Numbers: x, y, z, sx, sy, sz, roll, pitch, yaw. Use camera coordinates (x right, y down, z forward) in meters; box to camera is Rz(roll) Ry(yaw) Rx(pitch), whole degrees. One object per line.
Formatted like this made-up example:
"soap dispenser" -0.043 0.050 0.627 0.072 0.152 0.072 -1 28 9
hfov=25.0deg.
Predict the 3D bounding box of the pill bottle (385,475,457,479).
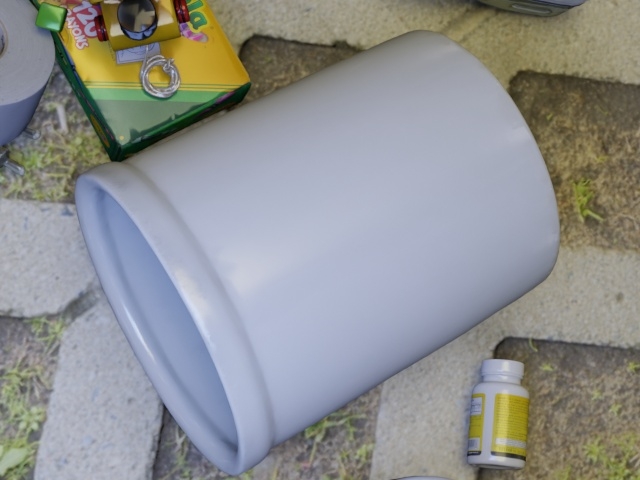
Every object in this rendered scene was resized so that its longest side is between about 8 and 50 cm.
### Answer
"pill bottle" 0.083 0.332 1.382 0.210 0.363 0.210 3 78 -12

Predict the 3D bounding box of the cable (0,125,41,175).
"cable" -0.443 -0.144 1.532 0.287 0.072 0.139 38 86 9

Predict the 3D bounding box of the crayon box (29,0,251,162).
"crayon box" -0.216 -0.244 1.578 0.165 0.081 0.278 -29 86 -17

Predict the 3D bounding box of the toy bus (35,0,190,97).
"toy bus" -0.194 -0.269 1.459 0.202 0.104 0.191 31 95 -6

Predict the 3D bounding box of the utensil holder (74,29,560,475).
"utensil holder" 0.000 0.000 1.455 0.385 0.327 0.328 -27 86 -18

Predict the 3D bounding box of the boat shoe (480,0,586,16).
"boat shoe" 0.175 -0.320 1.680 0.302 0.094 0.109 16 66 -11

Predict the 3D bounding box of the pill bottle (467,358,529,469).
"pill bottle" 0.197 0.192 1.595 0.065 0.065 0.116 9 77 -12

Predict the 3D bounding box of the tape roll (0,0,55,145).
"tape roll" -0.385 -0.193 1.475 0.219 0.072 0.219 19 43 -19
